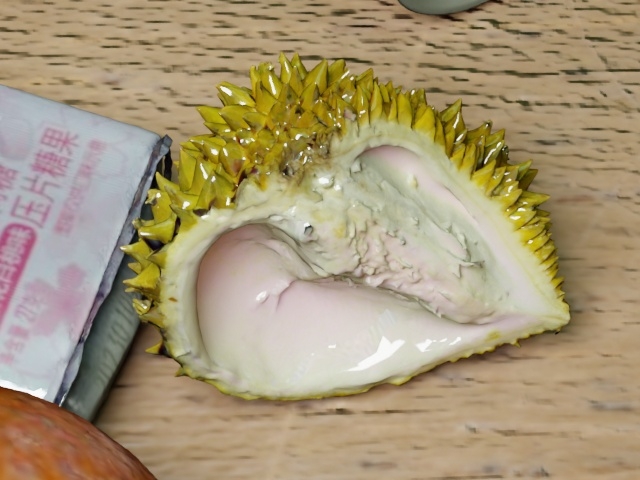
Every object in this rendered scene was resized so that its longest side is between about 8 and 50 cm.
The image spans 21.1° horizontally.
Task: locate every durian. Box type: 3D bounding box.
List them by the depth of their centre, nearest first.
[{"bbox_3d":[0.001,-0.012,0.889,0.249,0.183,0.138,16,50,-46],"label":"durian"}]

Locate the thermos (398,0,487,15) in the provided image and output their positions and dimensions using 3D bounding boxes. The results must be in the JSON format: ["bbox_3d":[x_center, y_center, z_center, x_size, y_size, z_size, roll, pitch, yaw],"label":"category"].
[{"bbox_3d":[0.024,-0.270,1.052,0.176,0.146,0.265,-39,63,5],"label":"thermos"}]

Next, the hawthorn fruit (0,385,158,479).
[{"bbox_3d":[-0.158,0.170,0.763,0.263,0.231,0.235,-10,106,-40],"label":"hawthorn fruit"}]

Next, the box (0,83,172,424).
[{"bbox_3d":[-0.269,-0.016,0.902,0.369,0.112,0.190,16,64,3],"label":"box"}]
